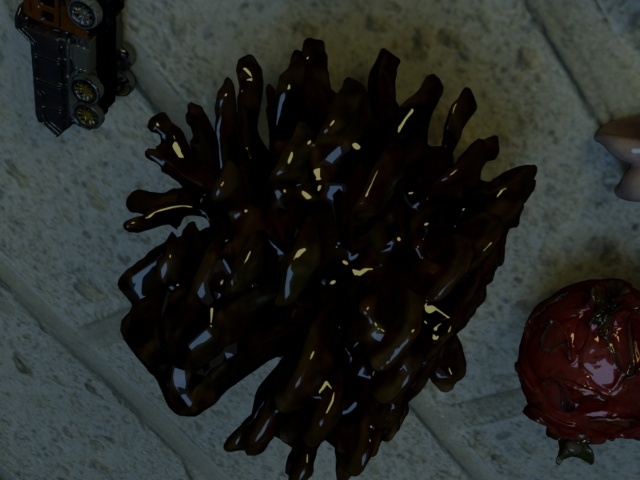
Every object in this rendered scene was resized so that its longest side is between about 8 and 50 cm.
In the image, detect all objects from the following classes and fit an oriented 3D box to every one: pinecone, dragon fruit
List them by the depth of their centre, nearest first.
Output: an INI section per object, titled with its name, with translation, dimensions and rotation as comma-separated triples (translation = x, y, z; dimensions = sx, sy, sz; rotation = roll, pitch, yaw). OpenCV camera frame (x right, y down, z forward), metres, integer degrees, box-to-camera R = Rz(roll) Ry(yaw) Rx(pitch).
[pinecone]
translation = 0.000, 0.000, 0.861
dimensions = 0.398, 0.397, 0.397
rotation = 10, 133, 11
[dragon fruit]
translation = 0.294, 0.128, 0.999
dimensions = 0.172, 0.172, 0.209
rotation = 14, 125, 8

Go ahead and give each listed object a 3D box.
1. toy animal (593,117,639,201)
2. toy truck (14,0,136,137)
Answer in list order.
[toy animal]
translation = 0.337, -0.088, 0.826
dimensions = 0.212, 0.124, 0.124
rotation = -32, 114, 34
[toy truck]
translation = -0.245, -0.197, 0.958
dimensions = 0.092, 0.083, 0.192
rotation = 20, 135, 9
